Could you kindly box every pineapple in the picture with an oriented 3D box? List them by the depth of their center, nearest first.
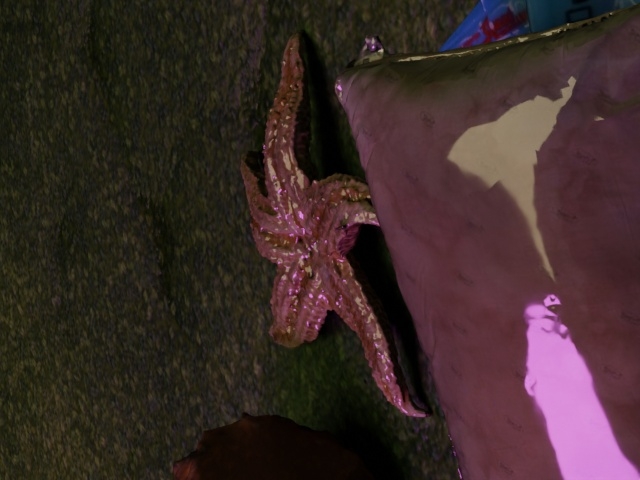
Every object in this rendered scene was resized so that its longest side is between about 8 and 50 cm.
[{"bbox_3d":[-0.047,0.280,1.119,0.165,0.165,0.365,55,149,35],"label":"pineapple"}]

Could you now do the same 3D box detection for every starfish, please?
[{"bbox_3d":[0.000,0.000,1.040,0.236,0.062,0.277,-41,68,61],"label":"starfish"}]

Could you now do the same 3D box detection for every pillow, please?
[{"bbox_3d":[0.114,0.043,0.687,0.185,0.075,0.303,-6,106,41],"label":"pillow"}]

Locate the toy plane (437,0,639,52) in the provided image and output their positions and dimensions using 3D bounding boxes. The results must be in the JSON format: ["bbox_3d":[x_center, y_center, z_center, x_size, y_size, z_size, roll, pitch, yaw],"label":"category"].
[{"bbox_3d":[0.134,-0.095,0.719,0.254,0.105,0.271,33,131,50],"label":"toy plane"}]
